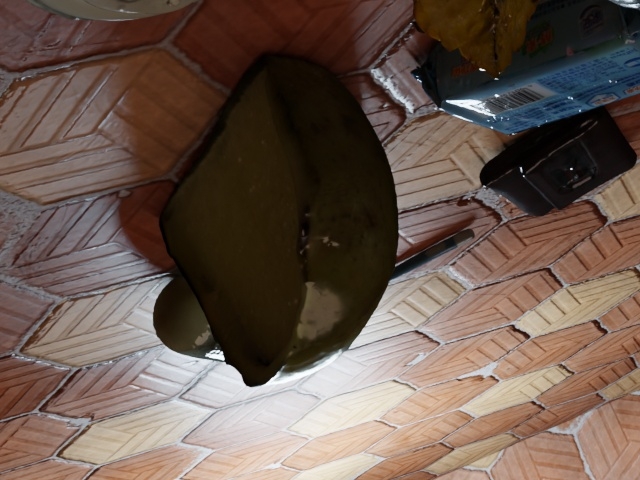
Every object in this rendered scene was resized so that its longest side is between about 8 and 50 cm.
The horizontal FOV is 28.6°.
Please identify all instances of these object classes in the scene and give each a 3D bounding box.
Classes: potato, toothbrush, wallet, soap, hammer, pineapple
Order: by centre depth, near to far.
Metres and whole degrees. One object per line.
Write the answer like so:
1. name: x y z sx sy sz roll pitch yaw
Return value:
1. pineapple: 0.102 -0.269 1.033 0.164 0.250 0.140 1 -151 36
2. soap: 0.245 -0.185 1.302 0.293 0.077 0.156 -16 160 35
3. potato: 0.000 0.000 1.329 0.212 0.280 0.330 -4 151 -30
4. hammer: -0.059 0.052 1.630 0.305 0.113 0.202 -36 156 21
5. wallet: 0.324 -0.099 1.680 0.182 0.049 0.229 -31 157 17
6. toothbrush: 0.106 0.049 1.863 0.275 0.019 0.025 -29 148 20

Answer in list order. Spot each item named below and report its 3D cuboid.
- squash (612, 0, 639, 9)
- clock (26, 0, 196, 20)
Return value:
1. squash: 0.316 -0.303 1.057 0.252 0.165 0.252 -16 160 -6
2. clock: -0.137 -0.234 0.974 0.236 0.053 0.236 -18 156 -8
